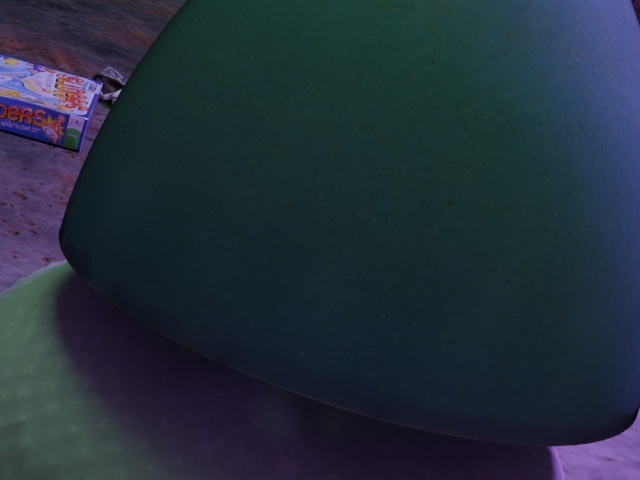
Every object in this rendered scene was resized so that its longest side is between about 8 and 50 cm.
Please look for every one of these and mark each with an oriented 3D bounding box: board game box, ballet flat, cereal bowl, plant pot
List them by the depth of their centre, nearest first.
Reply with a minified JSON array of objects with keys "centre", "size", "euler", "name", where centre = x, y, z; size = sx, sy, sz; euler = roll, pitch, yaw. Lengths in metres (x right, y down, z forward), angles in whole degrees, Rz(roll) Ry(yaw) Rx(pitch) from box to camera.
[{"centre":[0.042,-0.057,0.704],"size":[0.290,0.195,0.290],"euler":[16,14,-4],"name":"plant pot"},{"centre":[-0.025,0.087,0.766],"size":[0.339,0.141,0.339],"euler":[16,13,-4],"name":"cereal bowl"},{"centre":[-0.298,-0.146,1.525],"size":[0.136,0.035,0.201],"euler":[15,15,-9],"name":"board game box"},{"centre":[-0.225,-0.164,1.693],"size":[0.041,0.041,0.114],"euler":[4,19,-42],"name":"ballet flat"}]
